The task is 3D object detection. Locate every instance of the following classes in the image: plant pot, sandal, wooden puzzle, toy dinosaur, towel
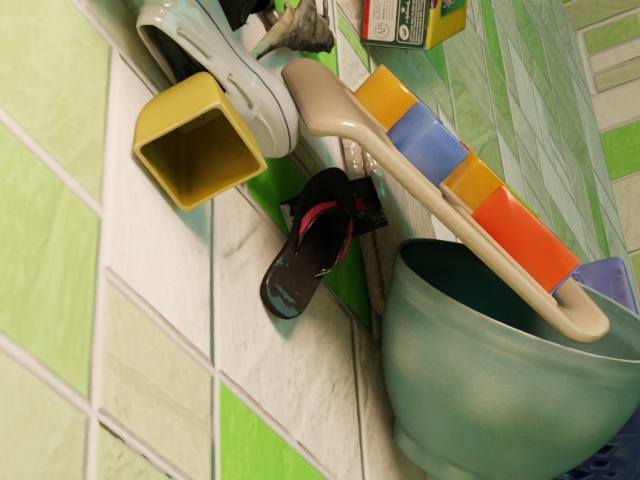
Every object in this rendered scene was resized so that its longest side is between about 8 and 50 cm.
[{"bbox_3d":[0.279,0.181,1.658,0.236,0.212,0.236,73,9,-59],"label":"plant pot"},{"bbox_3d":[-0.102,-0.091,1.139,0.081,0.081,0.083,54,14,-39],"label":"plant pot"},{"bbox_3d":[0.000,0.000,1.293,0.067,0.040,0.179,43,48,-19],"label":"sandal"},{"bbox_3d":[0.128,-0.065,1.379,0.348,0.080,0.322,37,10,-16],"label":"wooden puzzle"},{"bbox_3d":[-0.036,-0.252,1.501,0.268,0.064,0.118,-32,108,-67],"label":"toy dinosaur"},{"bbox_3d":[0.088,-0.013,1.628,0.187,0.049,0.282,39,38,-55],"label":"towel"},{"bbox_3d":[0.184,0.144,1.427,0.196,0.293,0.293,-70,167,14],"label":"plant pot"}]

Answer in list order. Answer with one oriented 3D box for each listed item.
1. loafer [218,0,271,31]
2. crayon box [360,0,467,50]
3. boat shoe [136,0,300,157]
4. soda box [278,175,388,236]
[{"bbox_3d":[-0.083,-0.262,1.372,0.220,0.080,0.078,-62,140,-58],"label":"loafer"},{"bbox_3d":[0.147,-0.465,1.928,0.313,0.106,0.363,-45,140,-70],"label":"crayon box"},{"bbox_3d":[-0.098,-0.137,1.220,0.226,0.083,0.076,52,50,-38],"label":"boat shoe"},{"bbox_3d":[0.016,-0.028,1.432,0.060,0.053,0.169,70,19,1],"label":"soda box"}]
